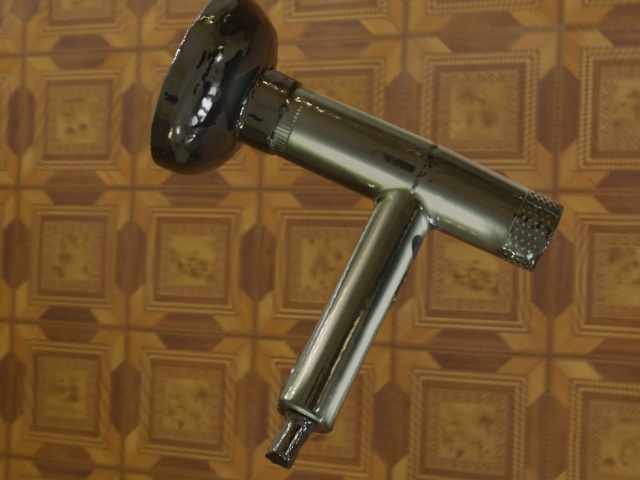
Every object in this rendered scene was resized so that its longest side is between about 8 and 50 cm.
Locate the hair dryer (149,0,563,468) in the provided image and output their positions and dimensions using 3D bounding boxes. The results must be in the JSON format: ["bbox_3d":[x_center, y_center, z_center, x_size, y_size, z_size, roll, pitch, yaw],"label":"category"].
[{"bbox_3d":[-0.012,-0.015,0.816,0.320,0.284,0.156,33,143,12],"label":"hair dryer"}]
